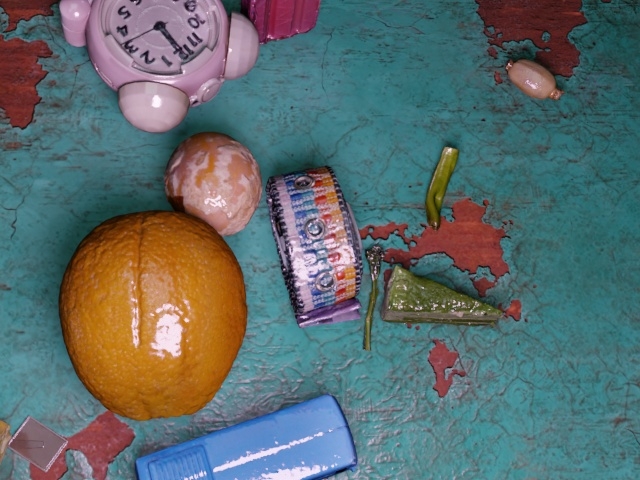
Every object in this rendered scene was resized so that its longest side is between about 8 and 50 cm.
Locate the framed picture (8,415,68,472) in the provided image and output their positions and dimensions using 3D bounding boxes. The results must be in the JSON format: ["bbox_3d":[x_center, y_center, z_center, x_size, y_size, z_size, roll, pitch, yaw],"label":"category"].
[{"bbox_3d":[-0.508,0.365,1.387,0.089,0.006,0.066,30,69,5],"label":"framed picture"}]

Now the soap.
[{"bbox_3d":[-0.080,-0.535,1.653,0.162,0.250,0.099,-12,73,-13],"label":"soap"}]

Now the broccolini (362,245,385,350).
[{"bbox_3d":[0.106,0.114,1.550,0.044,0.042,0.218,6,75,-6],"label":"broccolini"}]

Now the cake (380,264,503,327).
[{"bbox_3d":[0.239,0.112,1.524,0.235,0.100,0.099,4,69,-5],"label":"cake"}]

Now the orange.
[{"bbox_3d":[-0.285,0.130,1.344,0.322,0.322,0.357,-5,76,-9],"label":"orange"}]

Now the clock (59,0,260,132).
[{"bbox_3d":[-0.332,-0.418,1.621,0.342,0.184,0.326,-43,84,-14],"label":"clock"}]

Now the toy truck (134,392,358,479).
[{"bbox_3d":[-0.121,0.391,1.342,0.385,0.162,0.161,-15,71,-13],"label":"toy truck"}]

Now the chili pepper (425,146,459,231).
[{"bbox_3d":[0.252,-0.109,1.637,0.050,0.052,0.201,6,67,27],"label":"chili pepper"}]

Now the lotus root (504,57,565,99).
[{"bbox_3d":[0.486,-0.365,1.757,0.150,0.062,0.073,34,69,8],"label":"lotus root"}]

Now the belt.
[{"bbox_3d":[0.000,0.000,1.482,0.160,0.207,0.295,-13,69,-9],"label":"belt"}]

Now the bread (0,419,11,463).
[{"bbox_3d":[-0.667,0.367,1.267,0.252,0.196,0.238,12,69,-5],"label":"bread"}]

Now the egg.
[{"bbox_3d":[-0.211,-0.113,1.509,0.195,0.195,0.233,-19,56,-14],"label":"egg"}]
